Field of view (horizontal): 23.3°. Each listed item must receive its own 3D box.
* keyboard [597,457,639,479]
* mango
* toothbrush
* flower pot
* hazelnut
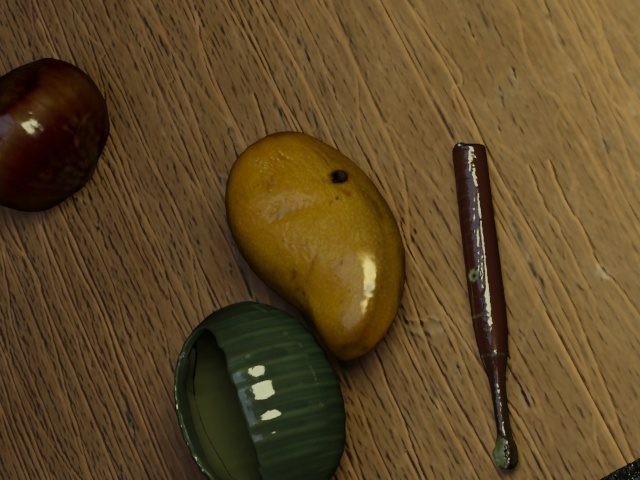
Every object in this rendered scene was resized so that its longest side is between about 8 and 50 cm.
[{"bbox_3d":[0.328,0.265,1.607,0.231,0.023,0.072,-34,70,24],"label":"keyboard"},{"bbox_3d":[0.002,0.000,1.784,0.177,0.120,0.295,-42,67,14],"label":"mango"},{"bbox_3d":[0.183,0.070,1.709,0.041,0.041,0.363,-11,79,30],"label":"toothbrush"},{"bbox_3d":[-0.067,0.188,1.771,0.189,0.157,0.243,-30,76,46],"label":"flower pot"},{"bbox_3d":[-0.364,-0.137,2.004,0.178,0.178,0.204,20,65,32],"label":"hazelnut"}]
